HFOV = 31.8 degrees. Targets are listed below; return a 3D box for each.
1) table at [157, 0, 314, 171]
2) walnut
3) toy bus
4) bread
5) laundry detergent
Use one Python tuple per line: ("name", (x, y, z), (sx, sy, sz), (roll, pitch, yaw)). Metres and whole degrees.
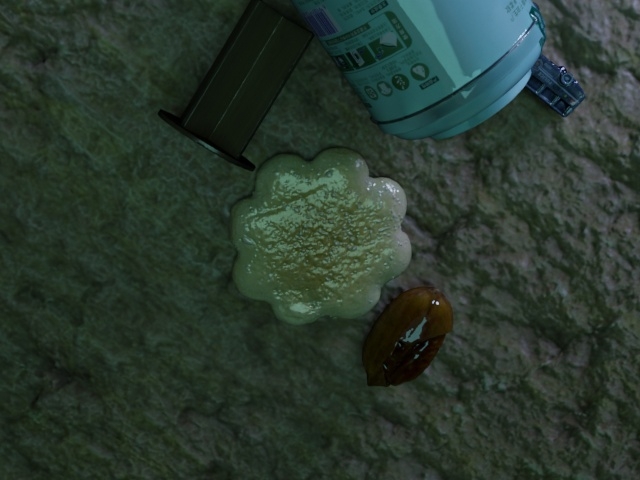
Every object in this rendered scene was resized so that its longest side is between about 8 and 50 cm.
("table", (-0.113, -0.240, 1.672), (0.167, 0.167, 0.226), (31, 97, -14))
("walnut", (0.139, 0.164, 1.856), (0.116, 0.116, 0.207), (33, 105, -15))
("toy bus", (0.337, -0.261, 1.745), (0.166, 0.047, 0.065), (35, 108, -16))
("bread", (0.000, 0.000, 1.814), (0.316, 0.054, 0.316), (-1, 109, -2))
("laundry detergent", (0.143, -0.314, 1.582), (0.287, 0.287, 0.305), (-34, 109, 8))
